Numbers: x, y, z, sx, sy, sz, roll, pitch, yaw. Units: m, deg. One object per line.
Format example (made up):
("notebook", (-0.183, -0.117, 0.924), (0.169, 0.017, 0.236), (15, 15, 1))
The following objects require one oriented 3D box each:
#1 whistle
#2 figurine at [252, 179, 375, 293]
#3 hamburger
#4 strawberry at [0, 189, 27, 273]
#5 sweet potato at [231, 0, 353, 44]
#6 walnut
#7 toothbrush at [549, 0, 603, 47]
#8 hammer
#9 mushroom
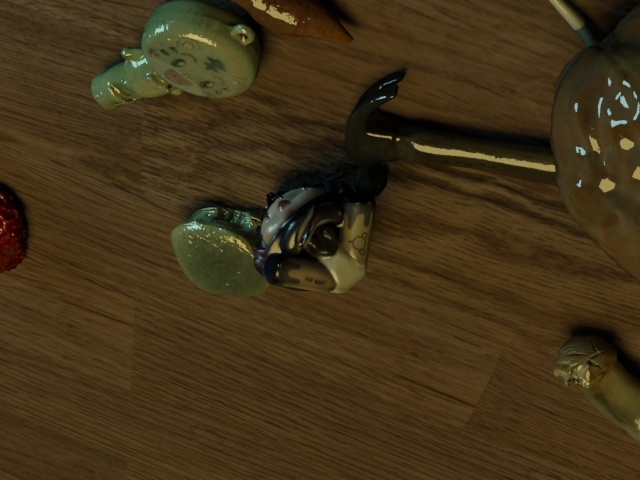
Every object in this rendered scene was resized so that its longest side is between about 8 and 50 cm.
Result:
("whistle", (-0.155, -0.192, 1.291), (0.258, 0.067, 0.126), (-14, 141, 45))
("figurine", (0.000, 0.000, 1.356), (0.145, 0.145, 0.222), (35, -179, -14))
("hamburger", (-0.115, 0.014, 1.513), (0.140, 0.062, 0.133), (6, 135, 25))
("strawberry", (-0.475, -0.015, 1.655), (0.140, 0.085, 0.192), (25, 144, -4))
("sweet potato", (-0.066, -0.246, 1.186), (0.218, 0.051, 0.065), (23, 139, 1))
("walnut", (0.330, -0.082, 1.024), (0.273, 0.273, 0.227), (29, 174, -6))
("toothbrush", (0.252, -0.185, 1.115), (0.025, 0.019, 0.276), (-26, 120, 36))
("hammer", (0.236, -0.076, 1.234), (0.440, 0.044, 0.168), (11, 142, 16))
("mushroom", (0.374, 0.190, 1.446), (0.223, 0.081, 0.092), (34, 160, -9))
